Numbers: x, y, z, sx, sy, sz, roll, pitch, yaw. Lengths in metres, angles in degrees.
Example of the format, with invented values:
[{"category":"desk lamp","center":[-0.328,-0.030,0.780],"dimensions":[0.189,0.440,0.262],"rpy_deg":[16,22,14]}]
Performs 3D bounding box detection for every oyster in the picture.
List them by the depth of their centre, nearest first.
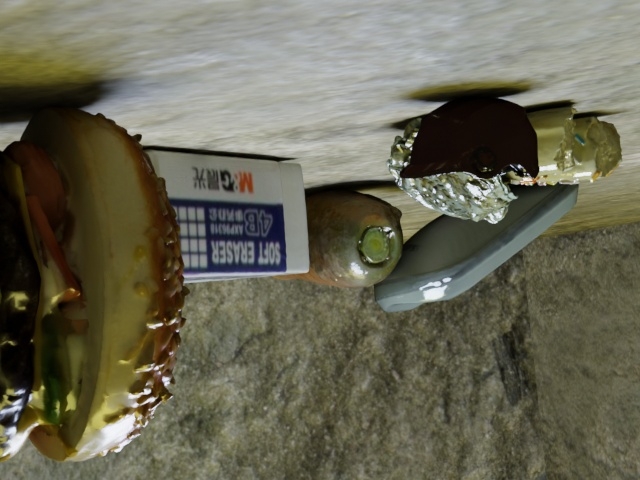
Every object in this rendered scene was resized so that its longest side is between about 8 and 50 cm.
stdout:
[{"category":"oyster","center":[0.129,-0.065,1.484],"dimensions":[0.125,0.064,0.177],"rpy_deg":[26,165,12]}]

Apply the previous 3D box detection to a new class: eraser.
[{"category":"eraser","center":[-0.113,-0.022,1.566],"dimensions":[0.081,0.124,0.279],"rpy_deg":[-7,177,31]}]

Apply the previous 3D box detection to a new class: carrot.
[{"category":"carrot","center":[0.000,0.000,2.105],"dimensions":[0.139,0.138,0.302],"rpy_deg":[-4,177,-28]}]

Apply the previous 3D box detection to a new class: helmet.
[{"category":"helmet","center":[0.127,-0.086,1.315],"dimensions":[0.123,0.070,0.098],"rpy_deg":[0,-177,-25]}]

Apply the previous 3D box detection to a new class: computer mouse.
[{"category":"computer mouse","center":[0.205,-0.008,2.106],"dimensions":[0.331,0.095,0.197],"rpy_deg":[-35,-169,-29]}]

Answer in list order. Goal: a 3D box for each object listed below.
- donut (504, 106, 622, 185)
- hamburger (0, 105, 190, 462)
[{"category":"donut","center":[0.216,-0.087,1.496],"dimensions":[0.108,0.065,0.166],"rpy_deg":[-7,176,27]},{"category":"hamburger","center":[-0.226,0.038,1.140],"dimensions":[0.225,0.291,0.291],"rpy_deg":[0,175,-26]}]
